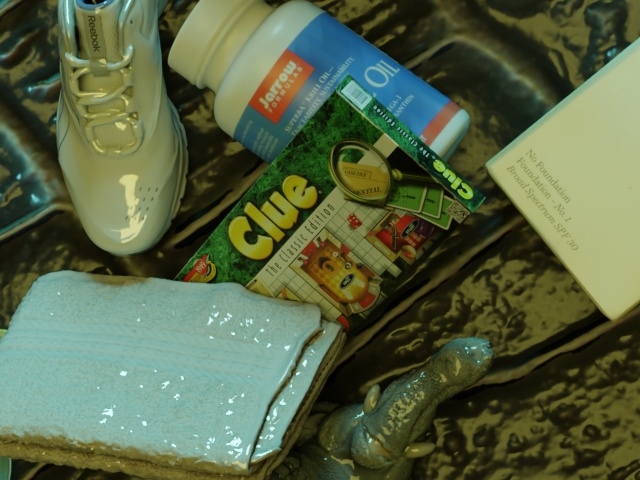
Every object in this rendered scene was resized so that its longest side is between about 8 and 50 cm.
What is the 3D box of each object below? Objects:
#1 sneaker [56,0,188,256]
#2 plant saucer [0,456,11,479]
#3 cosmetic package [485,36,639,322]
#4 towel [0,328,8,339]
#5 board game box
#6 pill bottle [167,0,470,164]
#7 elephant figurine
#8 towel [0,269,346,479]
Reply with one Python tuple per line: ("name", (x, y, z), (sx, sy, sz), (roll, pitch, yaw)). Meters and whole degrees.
("sneaker", (-0.170, -0.134, 1.432), (0.111, 0.129, 0.297), (-4, 92, 6))
("plant saucer", (-0.312, 0.184, 1.508), (0.119, 0.021, 0.119), (0, 92, 6))
("cosmetic package", (0.293, -0.094, 1.388), (0.309, 0.113, 0.160), (-40, 86, 7))
("towel", (-0.243, 0.105, 1.505), (0.083, 0.009, 0.060), (4, 91, 6))
("board game box", (0.000, 0.000, 1.385), (0.136, 0.030, 0.260), (43, 132, 1))
("pill bottle", (-0.005, -0.109, 1.415), (0.221, 0.124, 0.124), (35, 95, 4))
("elephant figurine", (0.015, 0.186, 1.414), (0.239, 0.186, 0.169), (-37, 122, -31))
("towel", (-0.135, 0.103, 1.384), (0.282, 0.187, 0.049), (5, 129, 22))
